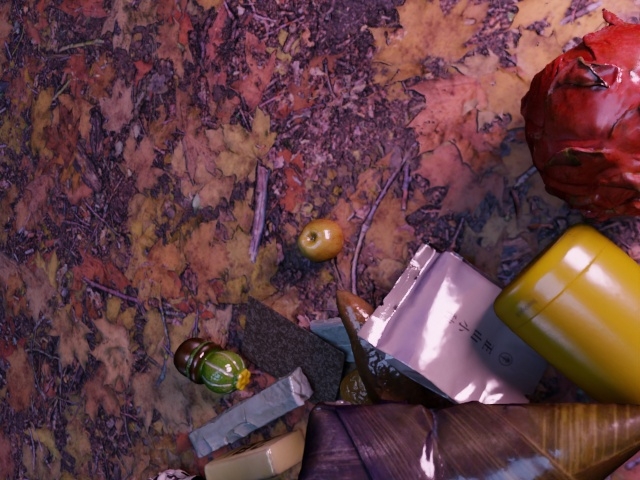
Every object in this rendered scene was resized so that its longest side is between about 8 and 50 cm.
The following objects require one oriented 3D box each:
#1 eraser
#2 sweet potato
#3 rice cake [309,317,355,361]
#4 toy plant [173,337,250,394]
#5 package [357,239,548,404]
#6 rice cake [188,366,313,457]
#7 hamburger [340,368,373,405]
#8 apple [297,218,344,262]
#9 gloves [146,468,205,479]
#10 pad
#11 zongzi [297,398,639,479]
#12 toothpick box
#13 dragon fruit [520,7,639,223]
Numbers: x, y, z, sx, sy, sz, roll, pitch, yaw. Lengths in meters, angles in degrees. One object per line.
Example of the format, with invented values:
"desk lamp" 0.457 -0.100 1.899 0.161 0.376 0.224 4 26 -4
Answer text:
"eraser" -0.125 0.422 0.968 0.172 0.117 0.058 -26 77 27
"sweet potato" 0.115 0.234 0.815 0.114 0.092 0.341 -15 97 46
"rice cake" 0.086 0.176 0.894 0.227 0.040 0.084 -6 93 28
"toy plant" -0.218 0.259 1.036 0.163 0.093 0.092 15 97 28
"package" 0.214 0.137 0.762 0.251 0.062 0.203 33 68 15
"rice cake" -0.149 0.352 1.007 0.336 0.063 0.066 -38 78 29
"hamburger" 0.077 0.264 0.899 0.076 0.044 0.083 42 112 23
"apple" 0.000 0.000 0.927 0.084 0.071 0.083 0 90 29
"gloves" -0.351 0.578 1.103 0.212 0.111 0.127 -19 105 25
"pad" -0.060 0.219 0.969 0.235 0.003 0.158 27 122 27
"zongzi" 0.234 0.362 0.671 0.433 0.207 0.403 -16 124 18
"toothpick box" 0.384 0.122 0.657 0.271 0.175 0.175 45 110 15
"dragon fruit" 0.378 -0.143 0.635 0.241 0.241 0.252 -33 63 25
